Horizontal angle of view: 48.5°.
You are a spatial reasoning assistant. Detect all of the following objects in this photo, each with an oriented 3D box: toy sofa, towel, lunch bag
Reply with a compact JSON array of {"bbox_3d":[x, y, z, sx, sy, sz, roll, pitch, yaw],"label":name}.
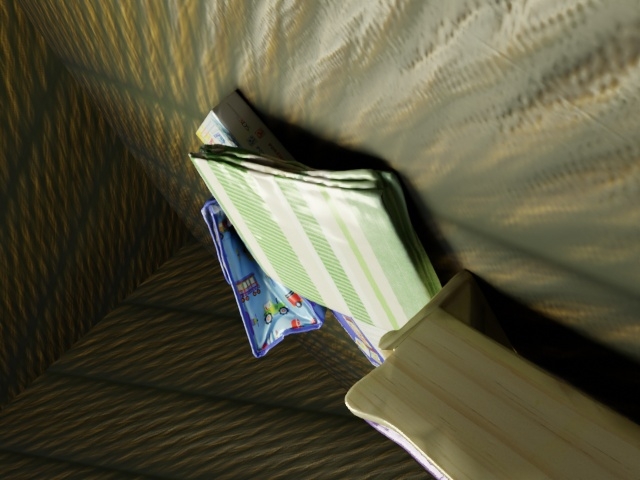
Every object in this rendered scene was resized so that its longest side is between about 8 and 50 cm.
[{"bbox_3d":[0.192,0.182,0.572,0.150,0.177,0.362,54,167,-32],"label":"toy sofa"},{"bbox_3d":[0.000,0.000,0.814,0.324,0.038,0.248,15,143,46],"label":"towel"},{"bbox_3d":[-0.109,0.020,1.249,0.293,0.138,0.221,62,-171,-7],"label":"lunch bag"}]

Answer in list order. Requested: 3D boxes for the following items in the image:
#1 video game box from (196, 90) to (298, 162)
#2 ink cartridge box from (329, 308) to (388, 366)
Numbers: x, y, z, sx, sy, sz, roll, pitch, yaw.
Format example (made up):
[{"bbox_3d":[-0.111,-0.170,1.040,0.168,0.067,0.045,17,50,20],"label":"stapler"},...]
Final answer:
[{"bbox_3d":[-0.084,-0.102,0.967,0.187,0.048,0.205,46,170,-11],"label":"video game box"},{"bbox_3d":[0.052,0.076,1.045,0.307,0.072,0.303,53,170,-8],"label":"ink cartridge box"}]
